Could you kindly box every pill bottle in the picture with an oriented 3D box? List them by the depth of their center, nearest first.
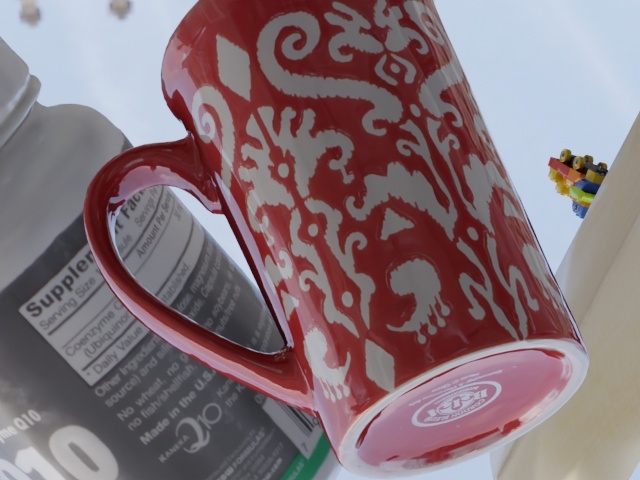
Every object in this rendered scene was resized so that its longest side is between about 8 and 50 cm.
[{"bbox_3d":[-0.161,0.046,0.968,0.204,0.361,0.204,-34,-159,15],"label":"pill bottle"}]

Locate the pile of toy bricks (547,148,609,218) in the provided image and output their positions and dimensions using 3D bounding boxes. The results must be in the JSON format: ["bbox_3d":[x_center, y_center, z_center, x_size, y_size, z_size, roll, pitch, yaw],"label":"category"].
[{"bbox_3d":[0.279,-0.008,1.416,0.118,0.105,0.212,14,-168,-18],"label":"pile of toy bricks"}]

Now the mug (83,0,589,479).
[{"bbox_3d":[0.007,0.001,0.560,0.150,0.113,0.169,-37,-122,23],"label":"mug"}]

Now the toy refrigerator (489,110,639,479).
[{"bbox_3d":[0.211,0.049,1.037,0.094,0.269,0.102,21,-157,-7],"label":"toy refrigerator"}]
